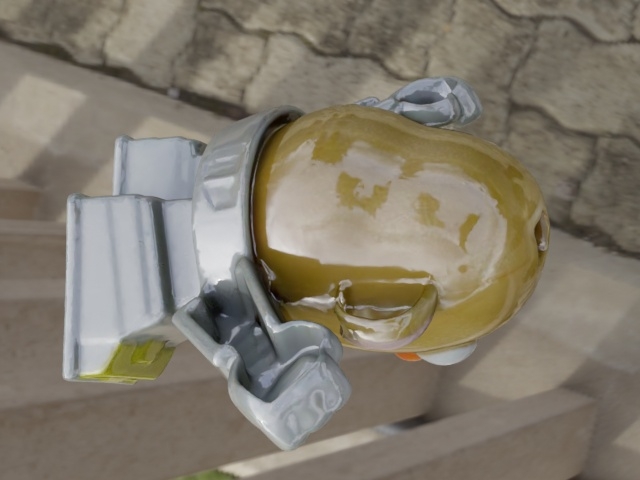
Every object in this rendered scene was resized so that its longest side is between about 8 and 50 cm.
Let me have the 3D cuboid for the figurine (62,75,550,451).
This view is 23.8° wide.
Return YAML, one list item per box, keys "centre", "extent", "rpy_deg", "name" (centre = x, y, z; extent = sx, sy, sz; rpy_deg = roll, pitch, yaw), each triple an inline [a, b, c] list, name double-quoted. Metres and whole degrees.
- centre: [-0.001, 0.000, 0.932]
  extent: [0.285, 0.167, 0.342]
  rpy_deg: [-6, 53, 24]
  name: "figurine"
